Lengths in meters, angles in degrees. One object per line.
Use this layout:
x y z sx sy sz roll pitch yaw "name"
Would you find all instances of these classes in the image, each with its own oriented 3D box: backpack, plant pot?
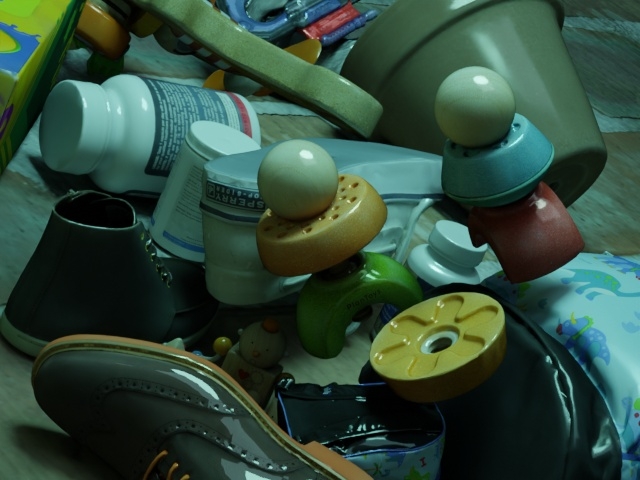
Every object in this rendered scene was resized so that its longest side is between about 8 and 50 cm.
0.030 0.151 1.358 0.114 0.084 0.105 -6 30 -8 "backpack"
0.186 -0.137 2.015 0.263 0.263 0.229 -4 53 -50 "plant pot"
0.259 0.141 1.471 0.356 0.273 0.290 24 14 -32 "backpack"

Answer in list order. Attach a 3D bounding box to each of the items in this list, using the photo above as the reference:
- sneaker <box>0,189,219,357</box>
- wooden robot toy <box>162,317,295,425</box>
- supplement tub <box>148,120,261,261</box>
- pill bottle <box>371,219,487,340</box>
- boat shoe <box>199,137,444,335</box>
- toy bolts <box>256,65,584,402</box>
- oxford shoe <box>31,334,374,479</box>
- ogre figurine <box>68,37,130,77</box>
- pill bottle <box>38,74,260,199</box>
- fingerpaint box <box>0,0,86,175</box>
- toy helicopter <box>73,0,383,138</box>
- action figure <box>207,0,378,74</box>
-0.138 0.021 1.447 0.083 0.118 0.222 36 25 26 "sneaker"
-0.046 0.100 1.422 0.173 0.079 0.076 28 22 9 "wooden robot toy"
-0.100 -0.042 1.640 0.071 0.107 0.071 22 23 -9 "supplement tub"
0.097 0.046 1.633 0.067 0.120 0.067 22 22 -9 "pill bottle"
0.007 0.002 1.613 0.136 0.156 0.367 12 13 21 "boat shoe"
0.079 -0.017 1.368 0.228 0.158 0.218 -30 28 -12 "toy bolts"
-0.080 0.151 1.258 0.271 0.097 0.098 27 28 4 "oxford shoe"
-0.274 -0.249 1.950 0.197 0.096 0.118 15 38 15 "ogre figurine"
-0.154 -0.092 1.694 0.180 0.108 0.108 7 28 -37 "pill bottle"
-0.443 -0.202 1.566 0.445 0.163 0.371 21 22 -6 "fingerpaint box"
-0.076 -0.175 1.819 0.355 0.140 0.235 30 -6 33 "toy helicopter"
-0.029 -0.277 2.161 0.341 0.178 0.330 -25 55 -31 "action figure"
